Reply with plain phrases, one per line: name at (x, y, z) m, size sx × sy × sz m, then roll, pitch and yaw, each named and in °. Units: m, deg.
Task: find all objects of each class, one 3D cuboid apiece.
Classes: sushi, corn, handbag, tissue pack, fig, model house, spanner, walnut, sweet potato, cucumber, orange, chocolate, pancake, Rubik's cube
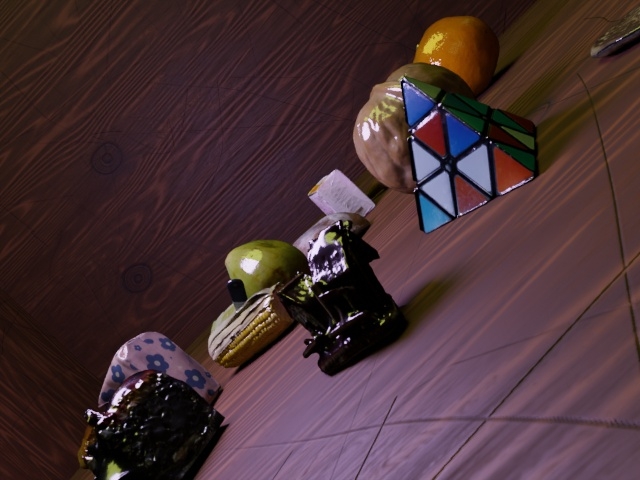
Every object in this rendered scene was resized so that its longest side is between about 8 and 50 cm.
sushi at (-0.329, 0.362, 1.050) m, size 0.227 × 0.212 × 0.215 m, roll -48°, pitch 5°, yaw -37°
corn at (-0.173, 0.217, 1.414) m, size 0.305 × 0.123 × 0.122 m, roll -40°, pitch 5°, yaw 34°
handbag at (-0.404, 0.376, 1.393) m, size 0.193 × 0.251 × 0.190 m, roll -53°, pitch -3°, yaw 16°
tissue pack at (0.068, -0.142, 1.961) m, size 0.124 × 0.185 × 0.225 m, roll -45°, pitch 6°, yaw -5°
fig at (-0.139, 0.093, 1.526) m, size 0.207 × 0.230 × 0.207 m, roll -48°, pitch 18°, yaw 22°
model house at (0.014, 0.084, 0.823) m, size 0.203 × 0.164 × 0.141 m, roll -43°, pitch 0°, yaw 36°
spanner at (-0.206, 0.186, 1.467) m, size 0.086 × 0.024 × 0.316 m, roll -8°, pitch -35°, yaw -2°
walnut at (0.219, -0.251, 1.264) m, size 0.296 × 0.285 × 0.285 m, roll -52°, pitch 6°, yaw -7°
sweet potato at (0.228, -0.215, 1.973) m, size 0.067 × 0.067 × 0.274 m, roll -50°, pitch 2°, yaw -40°
cucumber at (-0.283, 0.278, 1.935) m, size 0.325 × 0.105 × 0.145 m, roll -39°, pitch 35°, yaw 47°
orange at (0.477, -0.635, 1.999) m, size 0.312 × 0.312 × 0.312 m, roll -45°, pitch 5°, yaw 5°
chocolate at (0.000, 0.000, 1.694) m, size 0.185 × 0.100 × 0.303 m, roll -38°, pitch 2°, yaw -36°
pancake at (0.567, -0.399, 0.950) m, size 0.250 × 0.031 × 0.250 m, roll -44°, pitch 6°, yaw 6°
Rubik's cube at (0.235, -0.206, 0.945) m, size 0.250 × 0.234 × 0.284 m, roll -47°, pitch 5°, yaw -23°
